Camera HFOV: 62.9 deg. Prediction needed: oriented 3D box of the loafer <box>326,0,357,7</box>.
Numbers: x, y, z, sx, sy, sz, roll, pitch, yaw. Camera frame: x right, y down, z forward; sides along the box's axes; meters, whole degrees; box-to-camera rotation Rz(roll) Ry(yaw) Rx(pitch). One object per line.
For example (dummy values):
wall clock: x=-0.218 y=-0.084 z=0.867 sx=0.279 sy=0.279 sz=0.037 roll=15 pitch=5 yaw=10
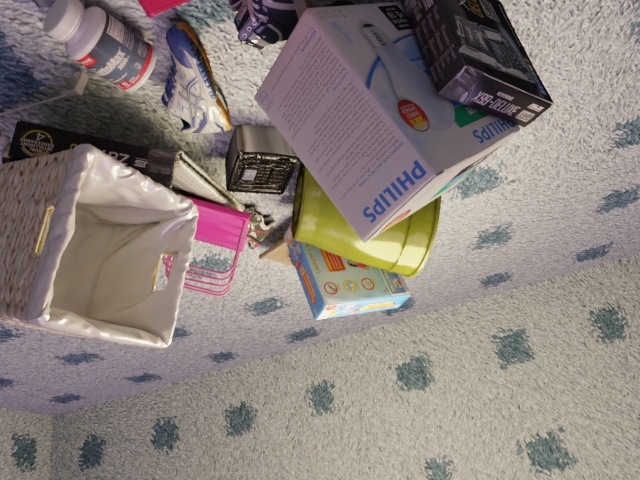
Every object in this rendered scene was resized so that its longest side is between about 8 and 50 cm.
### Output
loafer: x=0.013 y=-0.408 z=1.116 sx=0.080 sy=0.078 sz=0.220 roll=9 pitch=145 yaw=-33

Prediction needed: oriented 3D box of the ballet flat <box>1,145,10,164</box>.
ballet flat: x=-0.728 y=-0.145 z=1.275 sx=0.049 sy=0.057 sz=0.173 roll=12 pitch=118 yaw=28

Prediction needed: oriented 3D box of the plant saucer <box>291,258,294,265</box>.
plant saucer: x=0.034 y=0.055 z=1.850 sx=0.277 sy=0.041 sz=0.278 roll=-12 pitch=154 yaw=-6

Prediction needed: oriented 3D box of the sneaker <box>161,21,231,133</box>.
sneaker: x=-0.287 y=-0.324 z=1.124 sx=0.131 sy=0.112 sz=0.296 roll=-12 pitch=151 yaw=1

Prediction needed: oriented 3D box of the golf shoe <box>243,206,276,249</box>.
golf shoe: x=-0.253 y=-0.070 z=1.632 sx=0.120 sy=0.105 sz=0.273 roll=-39 pitch=149 yaw=13

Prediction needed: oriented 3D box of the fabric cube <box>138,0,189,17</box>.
fabric cube: x=-0.185 y=-0.508 z=0.677 sx=0.254 sy=0.259 sz=0.258 roll=-17 pitch=151 yaw=7

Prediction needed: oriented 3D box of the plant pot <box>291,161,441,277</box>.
plant pot: x=0.105 y=-0.097 z=1.485 sx=0.353 sy=0.366 sz=0.366 roll=7 pitch=148 yaw=-8

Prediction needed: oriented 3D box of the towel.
towel: x=-0.400 y=-0.132 z=1.382 sx=0.312 sy=0.056 sz=0.324 roll=0 pitch=158 yaw=24

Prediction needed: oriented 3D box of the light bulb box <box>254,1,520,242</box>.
light bulb box: x=0.136 y=-0.248 z=1.030 sx=0.358 sy=0.361 sz=0.225 roll=-30 pitch=169 yaw=-43

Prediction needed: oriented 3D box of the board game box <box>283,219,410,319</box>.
board game box: x=0.078 y=0.073 z=1.601 sx=0.302 sy=0.308 sz=0.086 roll=-3 pitch=145 yaw=-29

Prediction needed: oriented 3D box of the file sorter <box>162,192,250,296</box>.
file sorter: x=-0.323 y=0.030 z=1.447 sx=0.202 sy=0.182 sz=0.291 roll=15 pitch=159 yaw=-7

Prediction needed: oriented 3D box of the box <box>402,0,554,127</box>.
box: x=0.297 y=-0.385 z=1.024 sx=0.242 sy=0.307 sz=0.076 roll=10 pitch=145 yaw=-31

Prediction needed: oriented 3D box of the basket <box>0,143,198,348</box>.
basket: x=-0.466 y=0.029 z=1.054 sx=0.266 sy=0.328 sz=0.331 roll=-1 pitch=162 yaw=28

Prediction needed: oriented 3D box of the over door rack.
over door rack: x=-0.670 y=-0.305 z=1.020 sx=0.324 sy=0.108 sz=0.239 roll=-19 pitch=151 yaw=13

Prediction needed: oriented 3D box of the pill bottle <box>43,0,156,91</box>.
pill bottle: x=-0.416 y=-0.373 z=0.991 sx=0.108 sy=0.108 sz=0.180 roll=-27 pitch=147 yaw=26

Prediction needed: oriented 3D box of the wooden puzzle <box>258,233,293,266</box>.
wooden puzzle: x=0.000 y=0.000 z=1.859 sx=0.322 sy=0.081 sz=0.348 roll=-32 pitch=150 yaw=33

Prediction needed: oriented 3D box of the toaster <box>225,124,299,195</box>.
toaster: x=-0.157 y=-0.211 z=1.376 sx=0.168 sy=0.110 sz=0.186 roll=0 pitch=150 yaw=-22

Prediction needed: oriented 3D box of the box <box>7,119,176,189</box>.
box: x=-0.521 y=-0.125 z=1.249 sx=0.318 sy=0.097 sz=0.395 roll=9 pitch=161 yaw=-17

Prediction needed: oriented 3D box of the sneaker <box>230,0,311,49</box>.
sneaker: x=-0.112 y=-0.463 z=0.951 sx=0.153 sy=0.099 sz=0.282 roll=-18 pitch=154 yaw=8
